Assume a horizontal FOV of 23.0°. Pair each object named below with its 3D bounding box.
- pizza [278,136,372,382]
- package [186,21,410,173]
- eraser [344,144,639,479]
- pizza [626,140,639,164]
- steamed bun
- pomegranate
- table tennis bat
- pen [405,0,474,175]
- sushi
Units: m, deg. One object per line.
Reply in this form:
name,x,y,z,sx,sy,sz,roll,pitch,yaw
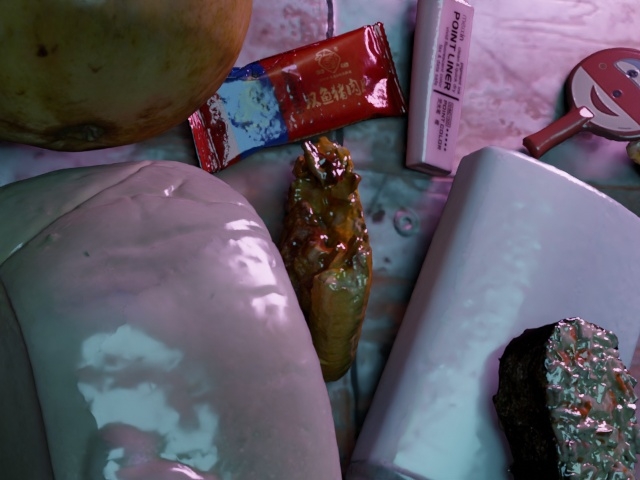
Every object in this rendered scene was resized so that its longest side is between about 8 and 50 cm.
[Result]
pizza,-0.001,0.001,1.211,0.069,0.154,0.194,-3,58,-5
package,-0.020,-0.116,1.266,0.200,0.022,0.083,-18,87,-26
eraser,0.153,0.092,1.250,0.189,0.104,0.290,26,70,-12
pizza,0.344,-0.083,1.390,0.161,0.062,0.182,-3,82,-18
steamed bun,-0.109,0.124,1.062,0.247,0.236,0.384,-8,83,-25
pomegranate,-0.180,-0.200,1.106,0.252,0.229,0.270,-7,76,-24
table tennis bat,0.242,-0.115,1.362,0.154,0.019,0.098,-30,64,-16
pen,0.101,-0.153,1.315,0.053,0.032,0.197,15,75,-36
sushi,0.185,0.134,1.157,0.090,0.078,0.150,-2,82,-30
